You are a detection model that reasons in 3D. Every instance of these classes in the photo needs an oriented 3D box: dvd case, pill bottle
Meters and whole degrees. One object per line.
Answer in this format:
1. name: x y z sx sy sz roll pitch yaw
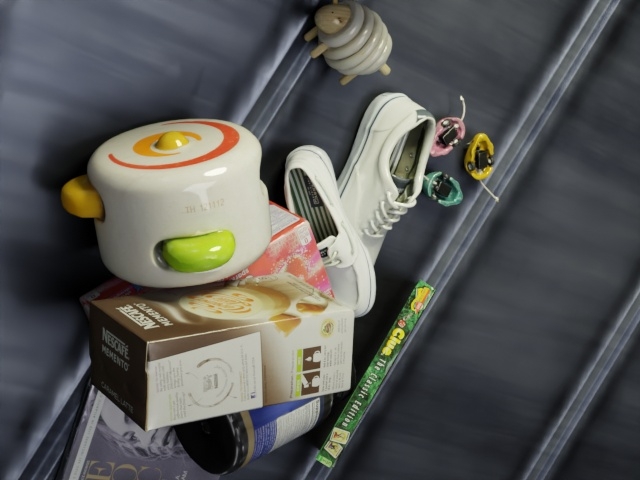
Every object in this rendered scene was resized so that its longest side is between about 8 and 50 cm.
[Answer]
1. dvd case: -0.208 0.256 1.776 0.221 0.018 0.164 14 99 -37
2. pill bottle: -0.064 0.189 1.776 0.219 0.123 0.123 -23 120 -42

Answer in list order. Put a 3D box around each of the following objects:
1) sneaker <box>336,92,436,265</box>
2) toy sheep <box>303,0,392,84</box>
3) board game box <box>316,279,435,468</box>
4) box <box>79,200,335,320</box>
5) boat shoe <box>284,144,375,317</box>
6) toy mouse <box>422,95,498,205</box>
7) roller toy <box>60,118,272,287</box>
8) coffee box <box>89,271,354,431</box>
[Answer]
1. sneaker: 0.070 -0.054 1.809 0.094 0.091 0.258 6 105 -37
2. toy sheep: 0.039 -0.235 1.729 0.132 0.091 0.091 36 85 -44
3. board game box: 0.072 0.171 1.880 0.030 0.136 0.260 30 88 3
4. box: -0.129 0.069 1.693 0.257 0.128 0.122 -33 122 -22
5. boat shoe: 0.000 0.000 1.766 0.226 0.083 0.076 67 23 -14
6. toy mouse: 0.161 -0.103 1.893 0.143 0.031 0.161 -22 118 -27
7. roller toy: -0.156 -0.050 1.593 0.191 0.209 0.146 -37 128 -49
8. coffee box: -0.105 0.113 1.554 0.246 0.141 0.098 -8 110 -33
